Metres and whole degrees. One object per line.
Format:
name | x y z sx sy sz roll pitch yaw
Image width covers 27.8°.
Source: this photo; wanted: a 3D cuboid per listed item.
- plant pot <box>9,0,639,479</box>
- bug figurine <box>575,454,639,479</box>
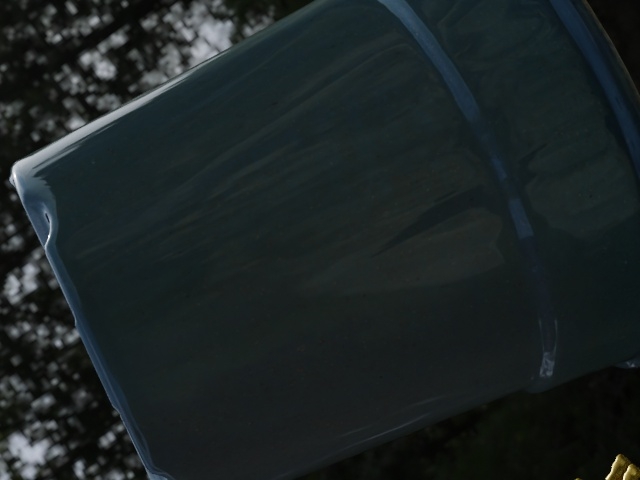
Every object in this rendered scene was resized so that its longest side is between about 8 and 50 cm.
plant pot | 0.000 0.000 0.852 0.341 0.334 0.341 61 169 20
bug figurine | 0.274 0.135 0.821 0.072 0.279 0.216 26 -167 -29
